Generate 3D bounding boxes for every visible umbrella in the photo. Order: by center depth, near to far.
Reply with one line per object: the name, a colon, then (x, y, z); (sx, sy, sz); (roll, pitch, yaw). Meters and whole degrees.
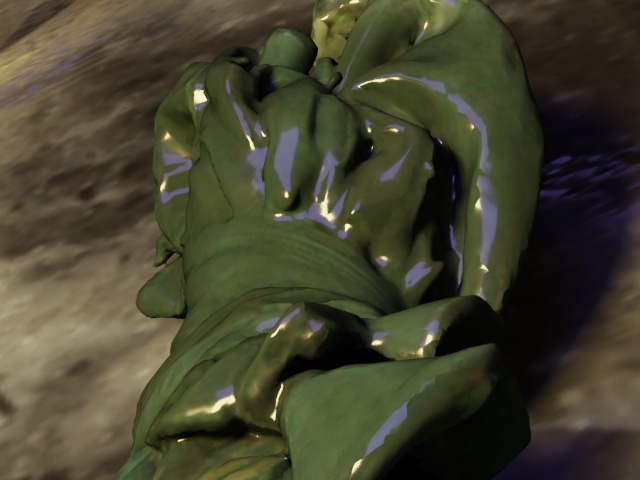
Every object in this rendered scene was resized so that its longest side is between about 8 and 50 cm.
umbrella: (-0.003, -0.001, 0.514); (0.143, 0.094, 0.349); (-10, 31, 15)
